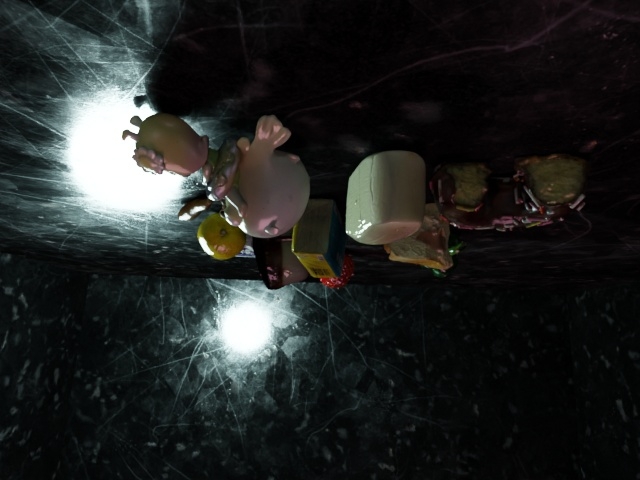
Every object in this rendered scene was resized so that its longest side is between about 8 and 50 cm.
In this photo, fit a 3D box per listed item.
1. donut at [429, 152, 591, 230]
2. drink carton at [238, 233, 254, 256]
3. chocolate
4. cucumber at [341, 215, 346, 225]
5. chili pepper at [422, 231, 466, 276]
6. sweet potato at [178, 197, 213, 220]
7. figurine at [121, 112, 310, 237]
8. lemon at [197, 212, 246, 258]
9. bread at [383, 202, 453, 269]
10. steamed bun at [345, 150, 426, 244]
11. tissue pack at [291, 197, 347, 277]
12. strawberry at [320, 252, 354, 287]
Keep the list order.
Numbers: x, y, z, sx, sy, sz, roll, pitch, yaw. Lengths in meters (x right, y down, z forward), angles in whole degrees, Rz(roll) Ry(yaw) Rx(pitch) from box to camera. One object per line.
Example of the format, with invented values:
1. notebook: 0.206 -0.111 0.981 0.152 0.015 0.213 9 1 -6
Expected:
1. donut: 0.437 -0.105 1.035 0.345 0.136 0.259 2 165 9
2. drink carton: -0.327 -0.001 1.737 0.134 0.101 0.222 4 166 3
3. chocolate: -0.128 0.036 1.569 0.186 0.283 0.283 -15 166 4
4. cucumber: 0.103 -0.069 1.487 0.163 0.043 0.039 6 -150 15
5. chili pepper: 0.465 0.039 1.632 0.165 0.173 0.261 27 170 5
6. sweet potato: -0.408 -0.105 1.373 0.057 0.057 0.265 11 161 -35
7. figurine: -0.192 -0.166 0.872 0.394 0.226 0.274 21 129 -26
8. lemon: -0.353 -0.013 1.520 0.170 0.170 0.207 4 165 -8
9. bread: 0.316 -0.006 1.391 0.211 0.183 0.224 -2 164 24
10. steamed bun: 0.158 -0.090 0.989 0.155 0.199 0.250 4 171 -13
11. tissue pack: 0.000 0.000 1.383 0.134 0.192 0.271 4 159 14
12. strawberry: 0.045 0.116 2.093 0.244 0.205 0.205 37 150 -31
